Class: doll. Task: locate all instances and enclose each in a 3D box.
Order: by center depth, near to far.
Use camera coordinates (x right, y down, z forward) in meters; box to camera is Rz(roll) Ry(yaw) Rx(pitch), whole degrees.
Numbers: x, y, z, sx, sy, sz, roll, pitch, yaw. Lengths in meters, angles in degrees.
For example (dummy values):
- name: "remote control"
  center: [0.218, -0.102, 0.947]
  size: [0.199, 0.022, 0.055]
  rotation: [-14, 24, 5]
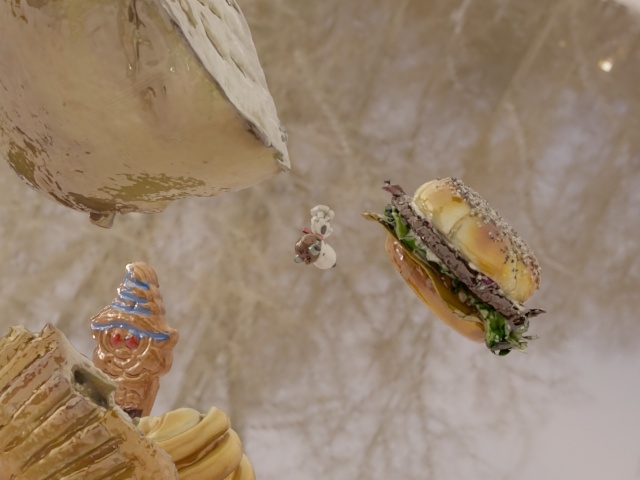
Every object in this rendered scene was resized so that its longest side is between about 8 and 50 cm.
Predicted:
- name: "doll"
  center: [-0.004, -0.005, 1.848]
  size: [0.058, 0.040, 0.085]
  rotation: [23, -126, -42]

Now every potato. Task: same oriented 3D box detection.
- name: "potato"
  center: [-0.184, -0.114, 1.169]
  size: [0.189, 0.264, 0.211]
  rotation: [25, -136, -52]

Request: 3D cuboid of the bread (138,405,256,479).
- name: "bread"
  center: [-0.150, 0.340, 1.949]
  size: [0.121, 0.173, 0.311]
  rotation: [-103, -6, -53]

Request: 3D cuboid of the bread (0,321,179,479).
- name: "bread"
  center: [-0.241, 0.216, 1.457]
  size: [0.274, 0.274, 0.149]
  rotation: [34, -127, 31]

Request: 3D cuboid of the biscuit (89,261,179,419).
- name: "biscuit"
  center: [-0.290, 0.169, 2.418]
  size: [0.183, 0.280, 0.043]
  rotation: [-2, 168, 41]

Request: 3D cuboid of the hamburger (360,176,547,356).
- name: "hamburger"
  center: [0.128, 0.018, 1.368]
  size: [0.189, 0.093, 0.164]
  rotation: [51, -168, 23]
